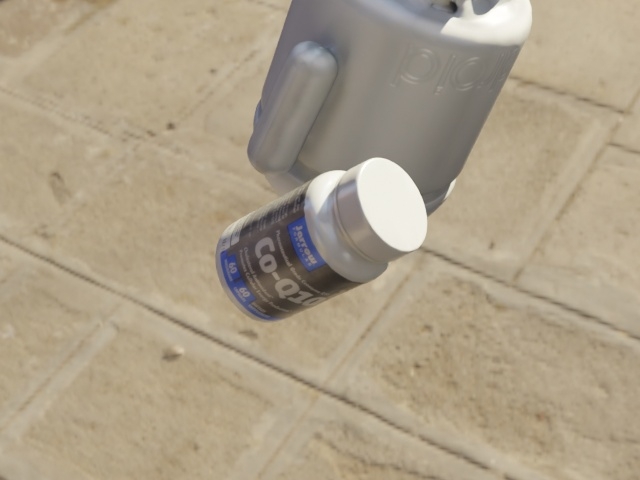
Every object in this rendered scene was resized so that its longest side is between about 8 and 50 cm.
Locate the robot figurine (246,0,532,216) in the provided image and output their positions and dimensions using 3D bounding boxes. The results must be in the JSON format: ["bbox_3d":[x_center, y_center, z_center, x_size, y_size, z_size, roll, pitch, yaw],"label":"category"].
[{"bbox_3d":[0.056,-0.146,1.043,0.300,0.353,0.200,-23,57,-40],"label":"robot figurine"}]

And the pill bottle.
[{"bbox_3d":[0.000,0.000,0.780,0.137,0.078,0.078,-27,28,41],"label":"pill bottle"}]
